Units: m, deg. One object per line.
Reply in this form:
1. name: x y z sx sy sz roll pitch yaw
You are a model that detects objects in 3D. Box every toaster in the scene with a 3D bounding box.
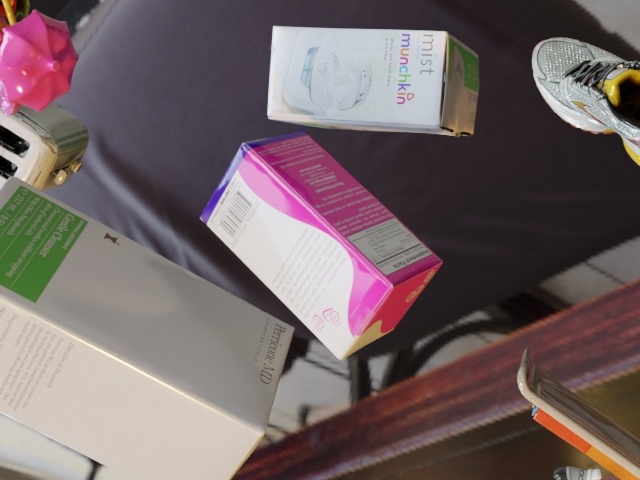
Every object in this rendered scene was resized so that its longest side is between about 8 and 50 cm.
1. toaster: -0.464 -0.159 1.590 0.227 0.146 0.129 33 106 -4

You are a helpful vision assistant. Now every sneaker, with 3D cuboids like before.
1. sneaker: 0.333 0.386 1.483 0.074 0.170 0.063 16 -173 17
2. sneaker: 0.296 -0.151 1.068 0.225 0.088 0.093 41 174 40

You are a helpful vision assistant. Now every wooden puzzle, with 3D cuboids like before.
1. wooden puzzle: 0.338 0.237 1.352 0.238 0.044 0.221 40 -170 9

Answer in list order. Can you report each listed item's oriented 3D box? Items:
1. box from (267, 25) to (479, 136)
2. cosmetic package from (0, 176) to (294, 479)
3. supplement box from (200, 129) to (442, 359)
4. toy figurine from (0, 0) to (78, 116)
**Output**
1. box: 0.080 -0.207 1.454 0.231 0.127 0.262 4 -176 17
2. cosmetic package: -0.231 0.113 1.170 0.365 0.197 0.155 27 121 -9
3. supplement box: 0.000 0.000 1.131 0.220 0.114 0.111 46 124 18
4. toy figurine: -0.279 -0.175 0.947 0.130 0.159 0.173 -3 146 -43
